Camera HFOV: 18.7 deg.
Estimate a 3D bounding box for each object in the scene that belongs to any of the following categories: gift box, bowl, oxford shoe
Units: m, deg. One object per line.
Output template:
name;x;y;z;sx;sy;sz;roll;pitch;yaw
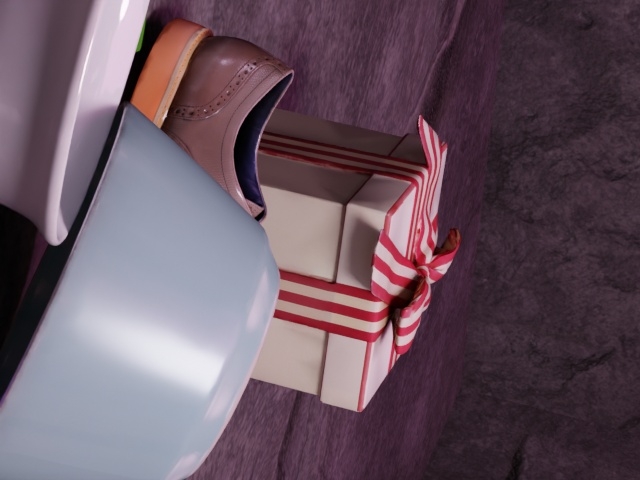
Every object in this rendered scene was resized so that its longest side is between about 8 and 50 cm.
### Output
gift box;0.000;0.000;2.008;0.255;0.258;0.276;-55;156;-58
bowl;-0.140;0.068;1.468;0.312;0.163;0.311;-61;-170;19
bowl;-0.192;-0.156;1.272;0.298;0.134;0.298;-164;-90;-88
oxford shoe;-0.127;-0.009;1.735;0.130;0.132;0.364;2;105;-77

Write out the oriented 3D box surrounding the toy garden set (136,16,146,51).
toy garden set;-0.175;-0.258;1.498;0.204;0.049;0.244;-40;142;-71
